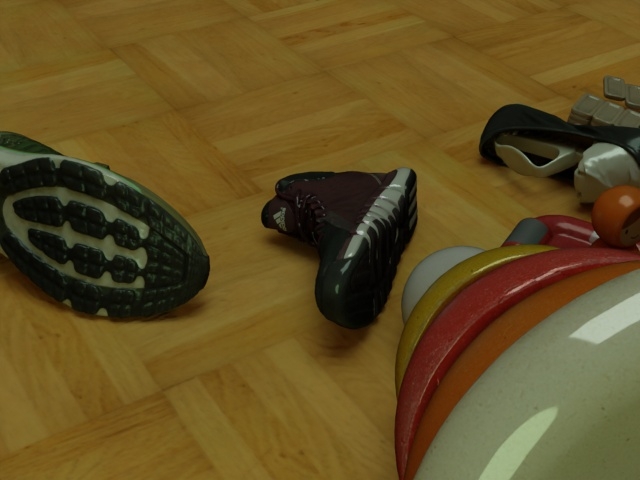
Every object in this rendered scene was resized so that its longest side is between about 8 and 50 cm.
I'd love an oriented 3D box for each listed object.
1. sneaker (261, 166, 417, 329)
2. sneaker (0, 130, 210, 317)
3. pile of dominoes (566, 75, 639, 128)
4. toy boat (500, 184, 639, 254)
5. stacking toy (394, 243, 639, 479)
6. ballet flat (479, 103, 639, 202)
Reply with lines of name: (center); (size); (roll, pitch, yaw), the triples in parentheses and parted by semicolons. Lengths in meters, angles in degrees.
sneaker: (0.000, 0.000, 0.996); (0.162, 0.107, 0.281); (6, 25, 17)
sneaker: (-0.280, -0.049, 1.029); (0.410, 0.158, 0.182); (21, 23, 19)
pile of dominoes: (0.455, -0.127, 1.241); (0.251, 0.040, 0.196); (27, 42, 20)
toy boat: (0.291, 0.015, 0.918); (0.231, 0.151, 0.151); (19, 40, 24)
stacking toy: (0.163, 0.108, 0.714); (0.350, 0.351, 0.480); (-8, 21, -11)
ballet flat: (0.312, -0.094, 1.136); (0.280, 0.095, 0.096); (20, 49, 41)
